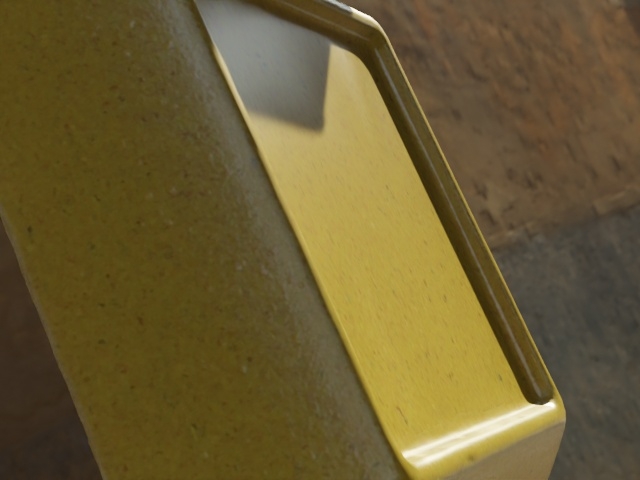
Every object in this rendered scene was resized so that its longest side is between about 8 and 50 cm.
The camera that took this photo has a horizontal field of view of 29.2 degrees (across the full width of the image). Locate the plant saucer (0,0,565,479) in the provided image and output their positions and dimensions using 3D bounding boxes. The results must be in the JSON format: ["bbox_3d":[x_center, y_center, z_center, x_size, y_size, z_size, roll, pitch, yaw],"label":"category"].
[{"bbox_3d":[0.000,0.000,0.548,0.081,0.333,0.332,-29,-12,20],"label":"plant saucer"}]
